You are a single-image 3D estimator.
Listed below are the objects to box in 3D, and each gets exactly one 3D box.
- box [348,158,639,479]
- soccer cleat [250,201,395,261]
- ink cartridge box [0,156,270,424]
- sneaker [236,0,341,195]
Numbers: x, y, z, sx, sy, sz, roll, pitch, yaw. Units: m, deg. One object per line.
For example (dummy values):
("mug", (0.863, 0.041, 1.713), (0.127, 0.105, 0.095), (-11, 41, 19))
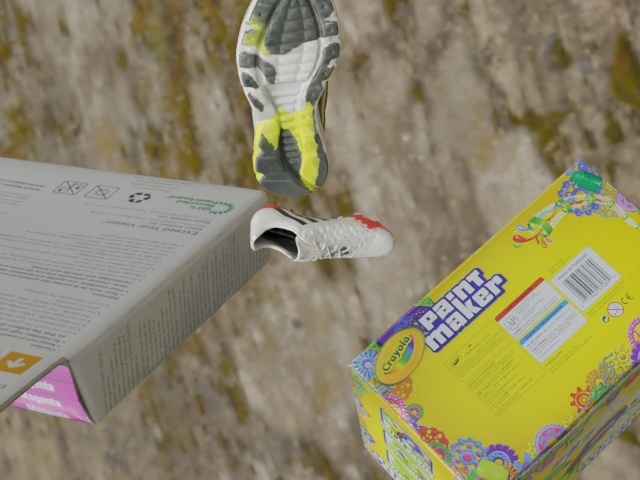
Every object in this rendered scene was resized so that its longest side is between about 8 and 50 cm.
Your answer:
("box", (0.197, 0.127, 1.359), (0.177, 0.290, 0.279), (45, 166, 21))
("soccer cleat", (0.000, 0.000, 0.815), (0.035, 0.083, 0.029), (-73, -7, -52))
("ink cartridge box", (-0.248, 0.035, 0.960), (0.324, 0.330, 0.071), (9, 118, 24))
("sneaker", (-0.012, -0.054, 0.447), (0.035, 0.031, 0.083), (-96, 8, -47))
